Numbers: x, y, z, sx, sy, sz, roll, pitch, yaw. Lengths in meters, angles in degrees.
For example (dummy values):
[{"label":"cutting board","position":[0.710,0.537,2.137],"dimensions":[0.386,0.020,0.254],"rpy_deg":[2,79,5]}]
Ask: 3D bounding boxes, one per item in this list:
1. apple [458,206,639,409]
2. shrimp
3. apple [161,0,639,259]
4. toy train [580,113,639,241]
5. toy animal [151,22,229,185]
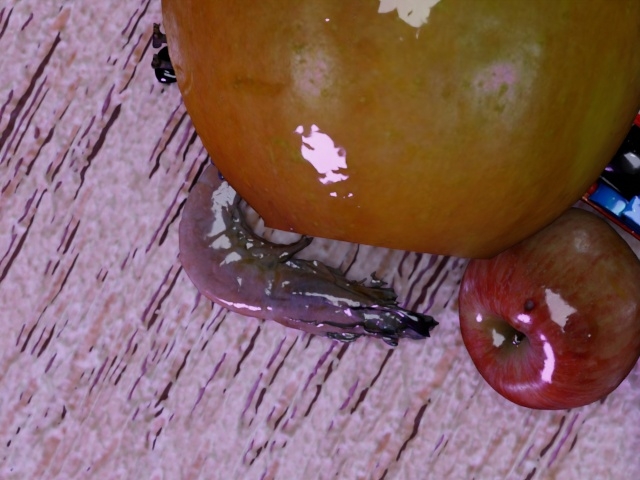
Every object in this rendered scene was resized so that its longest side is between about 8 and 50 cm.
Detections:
[{"label":"apple","position":[0.175,0.048,1.462],"dimensions":[0.131,0.146,0.146],"rpy_deg":[-26,79,-40]},{"label":"shrimp","position":[0.000,0.000,1.531],"dimensions":[0.219,0.046,0.152],"rpy_deg":[21,90,10]},{"label":"apple","position":[0.063,-0.162,1.398],"dimensions":[0.374,0.384,0.374],"rpy_deg":[-4,102,-19]},{"label":"toy train","position":[0.285,-0.017,1.461],"dimensions":[0.204,0.131,0.082],"rpy_deg":[36,89,8]},{"label":"toy animal","position":[-0.081,-0.145,1.546],"dimensions":[0.108,0.062,0.220],"rpy_deg":[-1,72,6]}]
